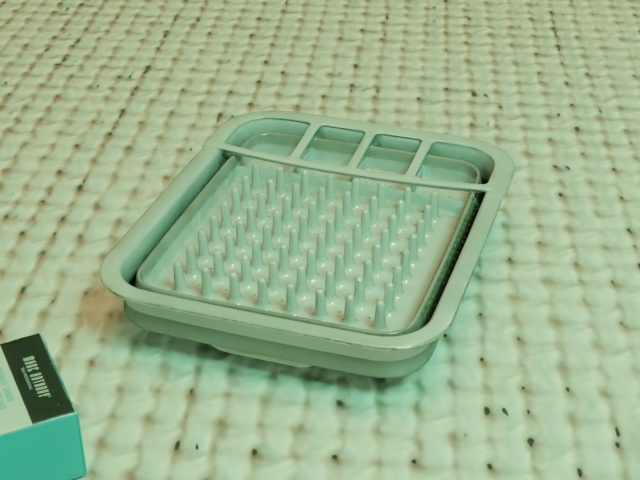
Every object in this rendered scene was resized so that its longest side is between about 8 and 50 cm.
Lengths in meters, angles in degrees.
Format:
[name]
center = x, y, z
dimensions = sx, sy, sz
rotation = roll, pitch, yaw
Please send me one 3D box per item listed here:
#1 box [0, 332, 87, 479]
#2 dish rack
[box]
center = -0.289, 0.143, 0.748
dimensions = 0.244, 0.060, 0.100
rotation = -15, 35, -21
[dish rack]
center = 0.000, 0.000, 0.963
dimensions = 0.286, 0.072, 0.333
rotation = 11, 34, 15
